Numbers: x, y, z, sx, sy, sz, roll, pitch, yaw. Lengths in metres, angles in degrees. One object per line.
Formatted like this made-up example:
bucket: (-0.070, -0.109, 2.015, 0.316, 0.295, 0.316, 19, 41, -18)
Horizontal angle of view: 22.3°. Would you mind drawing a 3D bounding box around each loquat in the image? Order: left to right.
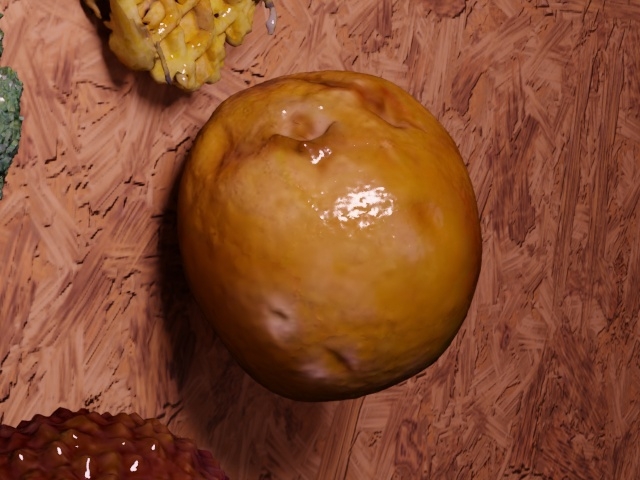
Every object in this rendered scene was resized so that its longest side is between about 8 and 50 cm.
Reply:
loquat: (0.000, 0.000, 1.407, 0.276, 0.276, 0.284, -51, 163, -36)

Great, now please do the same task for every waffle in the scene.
waffle: (-0.118, -0.266, 1.313, 0.262, 0.060, 0.281, 17, 84, -54)

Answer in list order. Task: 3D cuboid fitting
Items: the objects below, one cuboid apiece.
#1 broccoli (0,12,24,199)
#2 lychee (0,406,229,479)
broccoli: (-0.305, -0.083, 0.939, 0.270, 0.270, 0.270, -32, 93, -49)
lychee: (-0.179, 0.269, 1.169, 0.330, 0.306, 0.306, -111, 175, -45)
